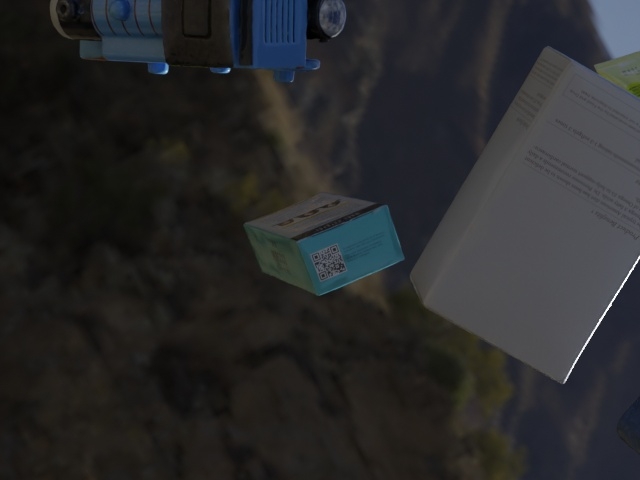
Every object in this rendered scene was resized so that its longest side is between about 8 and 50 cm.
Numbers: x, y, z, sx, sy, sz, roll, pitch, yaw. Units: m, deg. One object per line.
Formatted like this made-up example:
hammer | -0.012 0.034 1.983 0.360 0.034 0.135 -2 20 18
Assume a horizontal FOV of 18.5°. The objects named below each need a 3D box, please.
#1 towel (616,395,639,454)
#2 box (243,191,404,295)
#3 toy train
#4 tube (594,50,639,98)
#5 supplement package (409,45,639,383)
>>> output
towel | 0.270 0.143 1.455 0.029 0.067 0.119 46 -4 -23
box | 0.000 0.000 2.031 0.244 0.100 0.060 -161 -130 -75
toy train | -0.077 -0.136 1.156 0.105 0.184 0.080 -6 101 -55
tube | 0.376 -0.102 2.043 0.070 0.062 0.240 9 49 -49
supplement package | 0.148 -0.018 1.251 0.105 0.179 0.105 30 8 -9
